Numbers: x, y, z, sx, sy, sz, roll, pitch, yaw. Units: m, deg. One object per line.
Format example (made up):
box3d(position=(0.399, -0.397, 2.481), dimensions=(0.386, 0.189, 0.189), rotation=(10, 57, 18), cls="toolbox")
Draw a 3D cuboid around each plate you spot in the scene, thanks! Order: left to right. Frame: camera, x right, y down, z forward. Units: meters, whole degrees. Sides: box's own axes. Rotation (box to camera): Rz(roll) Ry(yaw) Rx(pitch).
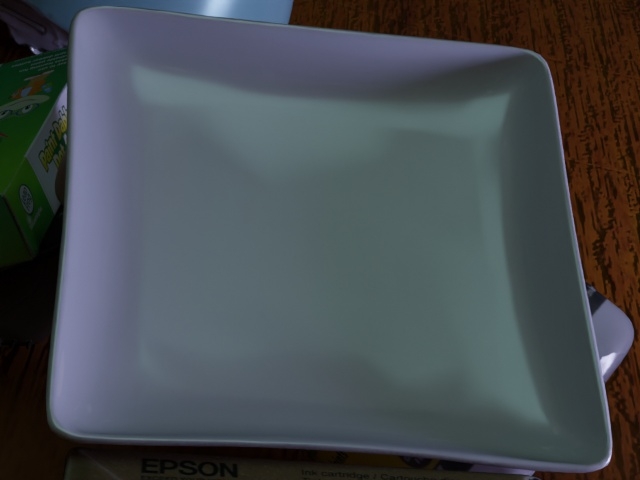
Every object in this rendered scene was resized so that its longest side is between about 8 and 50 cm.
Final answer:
box3d(position=(0.000, 0.000, 0.867), dimensions=(0.277, 0.045, 0.278), rotation=(4, 54, -10), cls="plate")

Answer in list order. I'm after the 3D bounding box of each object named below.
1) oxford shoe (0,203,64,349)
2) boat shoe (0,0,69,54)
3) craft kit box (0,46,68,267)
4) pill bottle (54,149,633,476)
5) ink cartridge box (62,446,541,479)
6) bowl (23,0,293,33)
box3d(position=(-0.225, 0.043, 1.094), dimensions=(0.227, 0.096, 0.083), rotation=(-24, 27, -11), cls="oxford shoe")
box3d(position=(-0.246, -0.211, 1.472), dimensions=(0.258, 0.084, 0.095), rotation=(35, 25, 3), cls="boat shoe")
box3d(position=(-0.286, -0.040, 1.130), dimensions=(0.250, 0.061, 0.246), rotation=(-13, 30, 13), cls="craft kit box")
box3d(position=(0.007, 0.023, 1.005), dimensions=(0.334, 0.188, 0.188), rotation=(38, 40, 10), cls="pill bottle")
box3d(position=(-0.015, 0.204, 0.795), dimensions=(0.234, 0.193, 0.088), rotation=(5, 33, -7), cls="ink cartridge box")
box3d(position=(-0.136, -0.285, 1.443), dimensions=(0.311, 0.163, 0.311), rotation=(26, 25, -14), cls="bowl")
